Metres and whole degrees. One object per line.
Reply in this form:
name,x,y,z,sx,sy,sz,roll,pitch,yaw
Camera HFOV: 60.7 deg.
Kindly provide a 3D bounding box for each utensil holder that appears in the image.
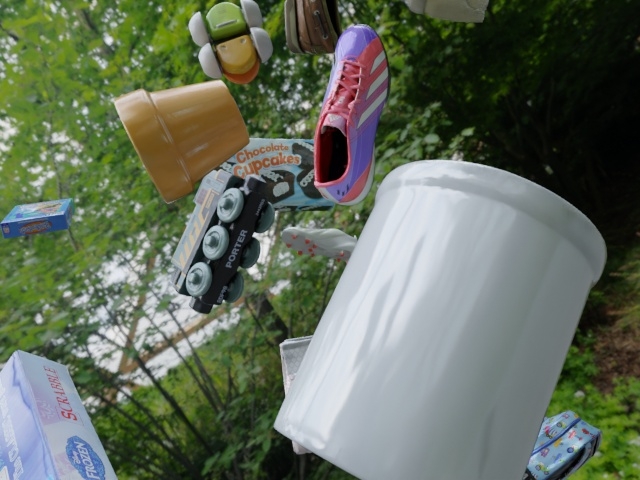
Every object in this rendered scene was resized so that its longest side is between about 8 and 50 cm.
utensil holder,0.154,0.139,0.737,0.385,0.328,0.327,-62,3,-17

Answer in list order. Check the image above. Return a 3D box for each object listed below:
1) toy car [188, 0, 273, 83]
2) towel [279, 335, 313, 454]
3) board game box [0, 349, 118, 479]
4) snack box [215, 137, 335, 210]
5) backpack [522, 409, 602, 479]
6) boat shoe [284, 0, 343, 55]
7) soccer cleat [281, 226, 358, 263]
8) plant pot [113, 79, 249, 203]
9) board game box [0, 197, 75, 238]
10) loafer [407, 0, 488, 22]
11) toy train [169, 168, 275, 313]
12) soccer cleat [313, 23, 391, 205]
toy car,-0.193,-0.434,1.219,0.159,0.181,0.136,-19,-13,-1
towel,0.063,0.412,1.552,0.332,0.316,0.053,-11,-20,-1
board game box,-0.307,0.308,0.480,0.319,0.066,0.318,26,82,50
snack box,-0.129,-0.173,1.444,0.322,0.187,0.060,-1,-13,-12
backpack,0.399,0.365,0.963,0.158,0.117,0.173,-6,-43,-42
boat shoe,-0.008,-0.504,1.012,0.105,0.307,0.110,9,35,22
soccer cleat,0.000,0.000,1.277,0.068,0.196,0.076,126,153,-45
plant pot,-0.241,-0.198,1.001,0.188,0.205,0.205,-26,-6,-9
board game box,-0.787,-0.066,1.535,0.160,0.047,0.210,-10,19,-15
loafer,0.193,-0.341,0.553,0.268,0.092,0.102,-57,0,18
toy train,-0.231,-0.006,1.238,0.142,0.190,0.333,19,-83,-47
soccer cleat,0.047,-0.222,0.924,0.109,0.318,0.116,6,-2,26
